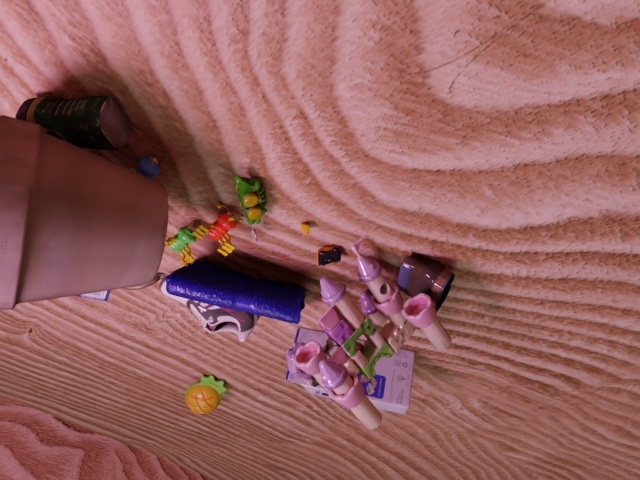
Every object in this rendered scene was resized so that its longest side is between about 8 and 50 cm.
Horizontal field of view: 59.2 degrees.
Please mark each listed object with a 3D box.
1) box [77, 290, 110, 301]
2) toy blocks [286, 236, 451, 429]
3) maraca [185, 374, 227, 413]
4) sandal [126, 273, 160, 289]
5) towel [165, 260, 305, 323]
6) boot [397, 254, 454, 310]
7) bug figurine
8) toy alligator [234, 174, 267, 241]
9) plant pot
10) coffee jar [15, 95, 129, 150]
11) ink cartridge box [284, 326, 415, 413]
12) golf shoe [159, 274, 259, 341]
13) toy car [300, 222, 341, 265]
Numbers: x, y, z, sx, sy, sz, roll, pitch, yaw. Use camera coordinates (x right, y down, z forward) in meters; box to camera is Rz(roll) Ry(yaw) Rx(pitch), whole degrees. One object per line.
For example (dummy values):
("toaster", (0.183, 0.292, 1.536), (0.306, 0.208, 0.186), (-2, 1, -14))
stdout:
("box", (-0.563, 0.045, 1.373), (0.136, 0.036, 0.225), (15, 122, -22))
("toy blocks", (0.050, 0.178, 1.201), (0.260, 0.288, 0.309), (52, 164, -25))
("maraca", (-0.410, 0.549, 2.016), (0.127, 0.099, 0.185), (30, 116, -15))
("sandal", (-0.506, 0.085, 1.463), (0.180, 0.072, 0.049), (11, 122, 12))
("towel", (-0.186, 0.113, 1.309), (0.308, 0.076, 0.227), (13, 179, -2))
("boot", (0.226, 0.102, 1.244), (0.106, 0.082, 0.219), (32, 157, 18))
("bug figurine", (-0.313, -0.058, 1.189), (0.279, 0.072, 0.216), (37, 133, -23))
("toy alligator", (-0.131, -0.070, 1.136), (0.051, 0.056, 0.189), (-27, 143, -13))
("plant pot", (-0.428, -0.031, 0.988), (0.280, 0.323, 0.323), (8, 149, -27))
("coffee jar", (-0.451, -0.213, 1.025), (0.184, 0.079, 0.096), (3, 149, 15))
("ink cartridge box", (0.081, 0.348, 1.520), (0.333, 0.165, 0.065), (13, 145, 3))
("golf shoe", (-0.290, 0.165, 1.442), (0.273, 0.120, 0.105), (17, 145, -1))
("toy car", (0.000, 0.000, 1.210), (0.040, 0.060, 0.122), (38, 155, 58))
